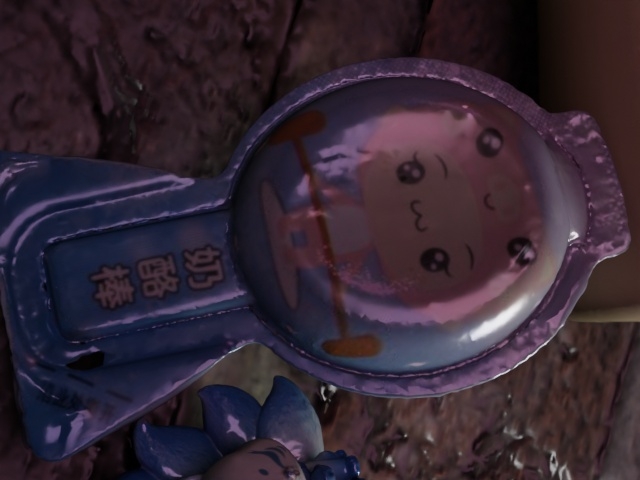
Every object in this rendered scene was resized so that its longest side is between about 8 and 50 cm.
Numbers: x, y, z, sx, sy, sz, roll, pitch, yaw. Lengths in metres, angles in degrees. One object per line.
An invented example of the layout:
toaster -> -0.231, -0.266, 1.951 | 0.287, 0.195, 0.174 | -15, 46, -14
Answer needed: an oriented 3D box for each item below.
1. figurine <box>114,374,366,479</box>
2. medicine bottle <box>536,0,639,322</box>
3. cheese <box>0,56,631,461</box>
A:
figurine -> -0.036, 0.107, 0.504 | 0.114, 0.079, 0.114 | 8, 62, -15
medicine bottle -> 0.150, -0.091, 0.589 | 0.114, 0.114, 0.252 | 0, 87, -27
cheese -> 0.000, 0.000, 0.516 | 0.244, 0.052, 0.135 | -12, 76, -11
